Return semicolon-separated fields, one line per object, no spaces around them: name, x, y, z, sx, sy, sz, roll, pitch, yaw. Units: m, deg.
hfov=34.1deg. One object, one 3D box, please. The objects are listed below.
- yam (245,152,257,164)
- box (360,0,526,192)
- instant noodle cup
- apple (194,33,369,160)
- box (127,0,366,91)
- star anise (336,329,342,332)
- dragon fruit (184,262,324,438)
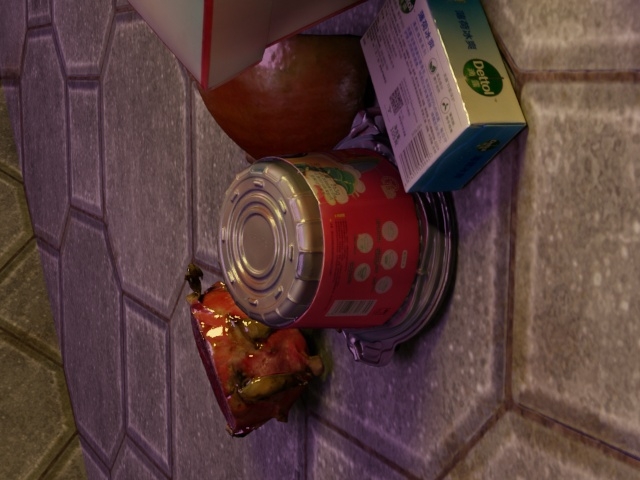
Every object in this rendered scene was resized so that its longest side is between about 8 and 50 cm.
yam;-0.074;-0.109;1.523;0.145;0.032;0.032;39;128;54
box;0.119;-0.166;1.075;0.139;0.073;0.194;-49;50;55
instant noodle cup;0.000;0.000;1.170;0.258;0.181;0.303;-10;85;51
apple;-0.056;-0.203;1.370;0.179;0.254;0.346;-53;28;-7
box;-0.079;-0.404;1.047;0.312;0.300;0.314;50;154;21
star anise;-0.009;0.034;1.401;0.140;0.144;0.158;-2;102;19
dragon fruit;-0.094;0.145;1.460;0.211;0.147;0.282;-135;30;-64
